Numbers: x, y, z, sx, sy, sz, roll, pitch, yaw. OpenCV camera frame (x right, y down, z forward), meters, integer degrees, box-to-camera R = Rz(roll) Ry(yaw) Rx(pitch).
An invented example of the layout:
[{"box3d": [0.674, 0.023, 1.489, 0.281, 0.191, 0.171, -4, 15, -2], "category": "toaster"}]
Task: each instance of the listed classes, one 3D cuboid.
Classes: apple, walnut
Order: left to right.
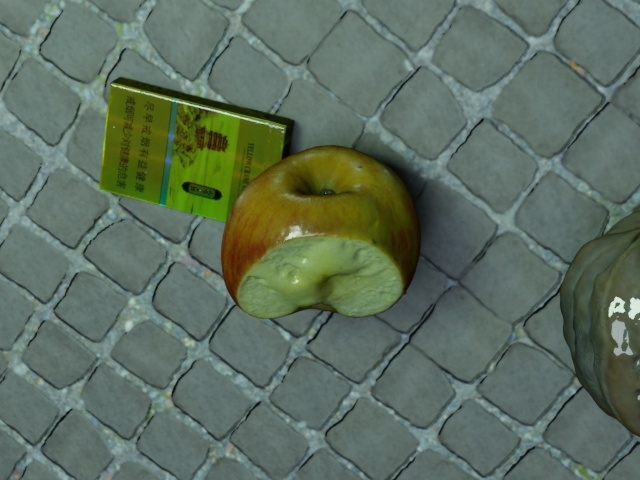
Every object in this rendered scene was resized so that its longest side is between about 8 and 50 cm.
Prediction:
[{"box3d": [0.000, 0.000, 1.460, 0.195, 0.160, 0.173, 0, 126, 1], "category": "apple"}, {"box3d": [0.327, 0.083, 1.378, 0.224, 0.224, 0.224, 6, 112, 15], "category": "walnut"}]

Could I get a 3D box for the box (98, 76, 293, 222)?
[{"box3d": [-0.130, -0.088, 1.539, 0.193, 0.030, 0.121, 15, 114, 11], "category": "box"}]
